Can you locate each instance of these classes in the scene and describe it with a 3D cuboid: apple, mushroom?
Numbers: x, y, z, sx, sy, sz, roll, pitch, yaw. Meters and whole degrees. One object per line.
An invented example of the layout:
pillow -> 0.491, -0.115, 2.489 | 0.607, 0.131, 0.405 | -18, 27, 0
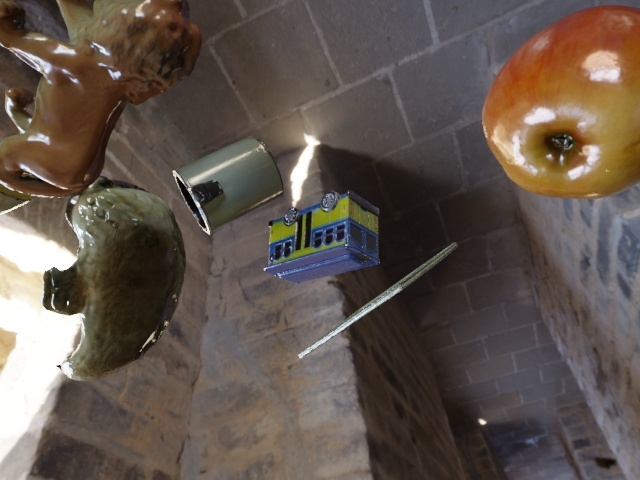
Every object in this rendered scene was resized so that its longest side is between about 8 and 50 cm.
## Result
apple -> 0.341, -0.177, 0.575 | 0.242, 0.241, 0.242 | 19, 136, 20
mushroom -> -0.319, 0.074, 0.689 | 0.130, 0.247, 0.344 | 17, 98, 15

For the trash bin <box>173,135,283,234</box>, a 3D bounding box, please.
trash bin -> -0.280, -0.171, 1.315 | 0.263, 0.277, 0.217 | -30, 101, -19

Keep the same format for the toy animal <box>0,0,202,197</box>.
toy animal -> -0.237, -0.140, 0.417 | 0.158, 0.097, 0.312 | 36, 110, -8

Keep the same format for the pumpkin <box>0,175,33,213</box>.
pumpkin -> -0.588, -0.112, 0.687 | 0.110, 0.217, 0.217 | -47, 128, 1

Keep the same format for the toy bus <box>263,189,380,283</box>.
toy bus -> 0.000, 0.000, 1.090 | 0.288, 0.175, 0.138 | -18, 150, 38

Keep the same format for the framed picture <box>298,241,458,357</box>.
framed picture -> 0.080, 0.089, 0.616 | 0.173, 0.010, 0.231 | -24, 165, -49
